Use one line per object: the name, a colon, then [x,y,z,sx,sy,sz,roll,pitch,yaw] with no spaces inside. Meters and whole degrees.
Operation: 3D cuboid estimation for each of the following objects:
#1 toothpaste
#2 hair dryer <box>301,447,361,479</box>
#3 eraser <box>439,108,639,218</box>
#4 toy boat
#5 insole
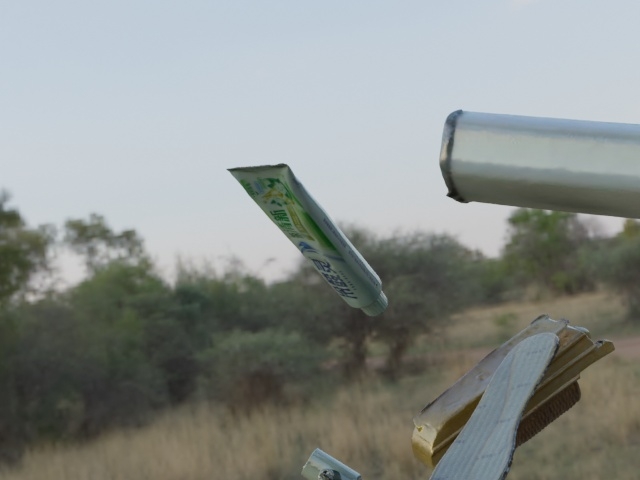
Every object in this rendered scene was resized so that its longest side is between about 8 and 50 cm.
toothpaste: [0.000,0.000,1.303,0.074,0.048,0.297,-2,-33,32]
hair dryer: [0.006,0.258,1.282,0.063,0.038,0.124,30,-6,13]
eraser: [0.291,-0.078,1.272,0.290,0.104,0.189,7,-7,20]
toy boat: [0.257,0.207,1.539,0.310,0.115,0.089,-36,23,-19]
insole: [0.195,0.219,1.344,0.119,0.009,0.348,-22,22,44]
